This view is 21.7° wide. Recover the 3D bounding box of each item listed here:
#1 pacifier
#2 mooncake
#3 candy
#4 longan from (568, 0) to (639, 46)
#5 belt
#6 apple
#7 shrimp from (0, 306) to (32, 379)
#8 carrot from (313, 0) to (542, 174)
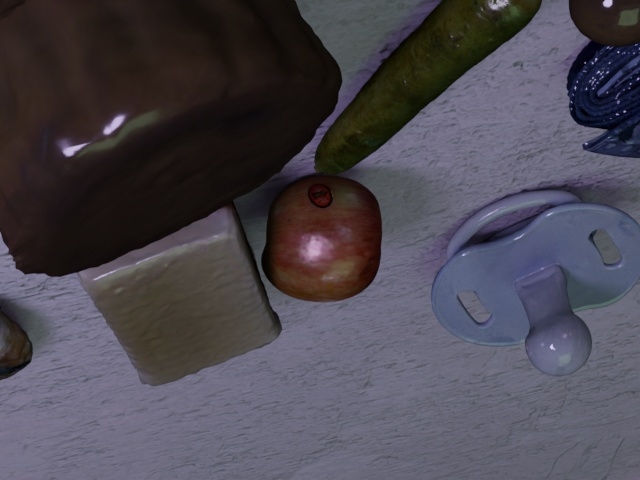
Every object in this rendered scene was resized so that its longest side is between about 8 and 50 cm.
[{"bbox_3d":[0.281,0.068,2.096,0.287,0.225,0.238,-25,135,11],"label":"pacifier"},{"bbox_3d":[-0.157,-0.123,1.417,0.324,0.187,0.324,-27,165,-8],"label":"mooncake"},{"bbox_3d":[-0.159,0.035,1.837,0.180,0.135,0.320,-19,155,-2],"label":"candy"},{"bbox_3d":[0.300,-0.238,1.637,0.113,0.092,0.113,-14,152,-8],"label":"longan"},{"bbox_3d":[0.376,-0.182,1.767,0.128,0.122,0.218,3,154,-40],"label":"belt"},{"bbox_3d":[0.000,0.000,1.862,0.131,0.146,0.146,0,152,-6],"label":"apple"},{"bbox_3d":[-0.481,0.127,1.888,0.247,0.085,0.360,-22,159,24],"label":"shrimp"},{"bbox_3d":[0.092,-0.164,1.686,0.074,0.074,0.358,3,150,-37],"label":"carrot"}]
